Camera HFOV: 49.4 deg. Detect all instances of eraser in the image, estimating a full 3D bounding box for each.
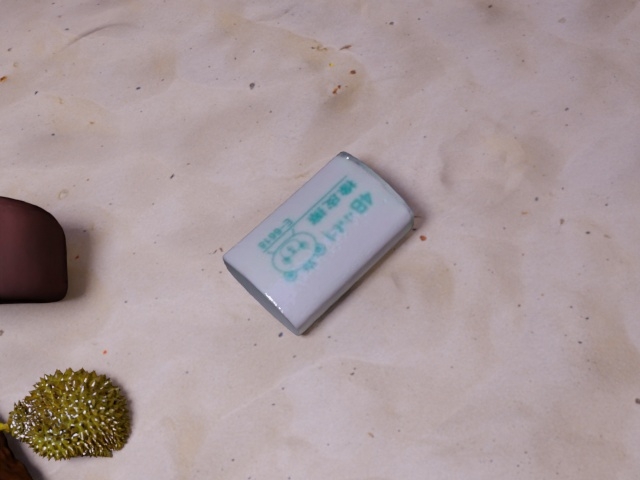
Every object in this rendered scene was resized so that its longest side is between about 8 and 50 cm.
[{"bbox_3d":[0.000,0.000,1.191,0.290,0.104,0.189,-43,71,-15],"label":"eraser"}]

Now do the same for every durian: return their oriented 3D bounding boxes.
[{"bbox_3d":[-0.400,0.264,1.072,0.208,0.102,0.147,-4,64,-20],"label":"durian"}]

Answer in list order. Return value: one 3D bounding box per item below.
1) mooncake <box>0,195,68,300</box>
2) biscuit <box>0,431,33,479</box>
[{"bbox_3d":[-0.573,0.023,1.134,0.325,0.333,0.174,-11,81,33],"label":"mooncake"},{"bbox_3d":[-0.556,0.333,0.936,0.166,0.343,0.395,-44,68,-4],"label":"biscuit"}]
